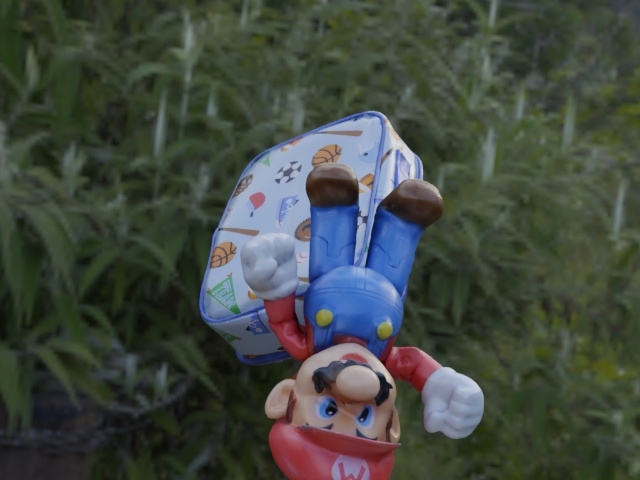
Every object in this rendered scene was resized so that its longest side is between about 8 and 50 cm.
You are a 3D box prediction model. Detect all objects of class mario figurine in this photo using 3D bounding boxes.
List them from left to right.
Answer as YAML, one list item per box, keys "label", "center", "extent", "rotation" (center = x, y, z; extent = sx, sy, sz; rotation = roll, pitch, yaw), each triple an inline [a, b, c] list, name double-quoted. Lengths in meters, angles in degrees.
- label: "mario figurine"
  center: [0.039, 0.078, 1.263]
  extent: [0.198, 0.320, 0.170]
  rotation: [-7, -29, 26]

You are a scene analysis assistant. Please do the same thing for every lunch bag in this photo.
- label: "lunch bag"
  center: [0.000, 0.000, 1.577]
  extent: [0.243, 0.303, 0.115]
  rotation: [-18, -50, 26]
